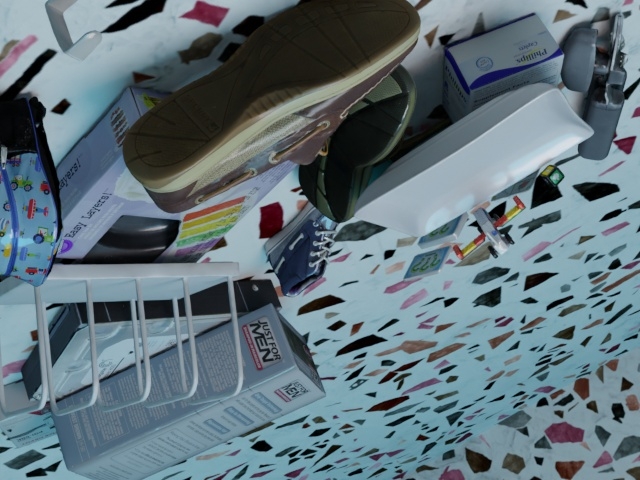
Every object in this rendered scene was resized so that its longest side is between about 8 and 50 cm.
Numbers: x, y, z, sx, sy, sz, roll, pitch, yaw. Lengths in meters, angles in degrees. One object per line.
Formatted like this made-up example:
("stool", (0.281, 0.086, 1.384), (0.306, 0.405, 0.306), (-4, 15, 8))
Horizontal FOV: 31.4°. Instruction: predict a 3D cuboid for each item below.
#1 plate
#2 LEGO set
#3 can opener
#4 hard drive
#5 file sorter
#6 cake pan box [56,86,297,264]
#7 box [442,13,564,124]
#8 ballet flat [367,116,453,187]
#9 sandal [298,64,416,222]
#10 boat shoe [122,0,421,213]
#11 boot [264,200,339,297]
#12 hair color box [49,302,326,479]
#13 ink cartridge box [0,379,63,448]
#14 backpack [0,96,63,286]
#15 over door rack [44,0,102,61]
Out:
("plate", (0.190, -0.101, 1.415), (0.278, 0.045, 0.277), (-32, 164, 17))
("LEGO set", (0.217, -0.042, 1.567), (0.060, 0.182, 0.244), (45, 145, -22))
("can opener", (0.366, -0.206, 1.551), (0.095, 0.076, 0.283), (9, 156, 9))
("hard drive", (-0.254, 0.152, 1.723), (0.339, 0.064, 0.237), (-1, 147, -37))
("file sorter", (-0.262, 0.128, 1.455), (0.278, 0.173, 0.193), (0, 167, -32))
("cake pan box", (-0.189, -0.063, 1.351), (0.246, 0.070, 0.267), (9, 141, -45))
("box", (0.224, -0.198, 1.416), (0.126, 0.072, 0.137), (-22, 155, -6))
("ballet flat", (0.113, -0.096, 1.532), (0.232, 0.080, 0.073), (-24, -175, 8))
("sandal", (0.047, -0.131, 1.384), (0.086, 0.120, 0.303), (-33, 166, -27))
("boat shoe", (-0.041, -0.139, 1.205), (0.342, 0.123, 0.123), (-35, 147, -8))
("boot", (0.000, 0.000, 1.604), (0.069, 0.086, 0.190), (3, 144, -43))
("hair color box", (-0.198, 0.246, 1.745), (0.374, 0.113, 0.185), (-25, 155, 5))
("ink cartridge box", (-0.453, 0.268, 1.790), (0.099, 0.056, 0.135), (-20, 154, -8))
("backpack", (-0.331, -0.039, 1.156), (0.117, 0.173, 0.158), (-6, 151, -31))
("over door rack", (-0.171, -0.316, 0.790), (0.324, 0.108, 0.239), (-51, 149, 9))
